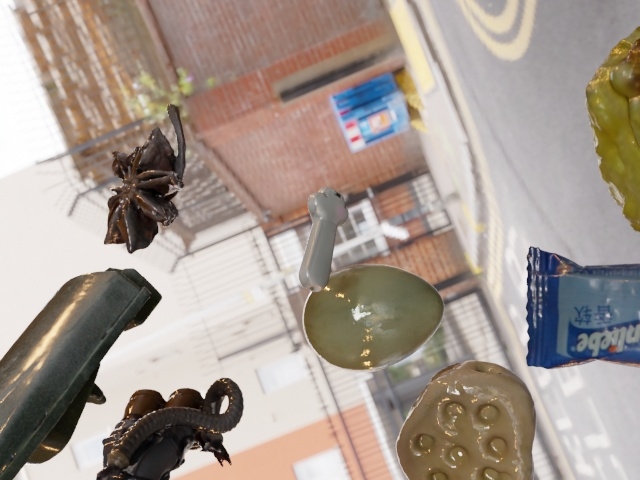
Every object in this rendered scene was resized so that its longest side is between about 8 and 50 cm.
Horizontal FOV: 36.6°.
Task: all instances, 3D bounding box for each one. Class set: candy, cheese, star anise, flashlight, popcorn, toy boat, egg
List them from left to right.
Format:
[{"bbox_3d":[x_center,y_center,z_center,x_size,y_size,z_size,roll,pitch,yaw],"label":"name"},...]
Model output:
[{"bbox_3d":[-0.263,0.155,0.866,0.092,0.141,0.319,46,-130,-19],"label":"toy boat"},{"bbox_3d":[-0.264,-0.086,1.489,0.089,0.231,0.209,22,-150,-45],"label":"star anise"},{"bbox_3d":[0.000,0.000,1.783,0.093,0.047,0.200,29,-115,-40],"label":"flashlight"},{"bbox_3d":[0.107,0.151,1.944,0.218,0.295,0.218,-14,-90,-69],"label":"egg"},{"bbox_3d":[0.231,0.296,1.465,0.218,0.235,0.117,54,-155,1],"label":"cheese"},{"bbox_3d":[0.449,0.100,1.353,0.077,0.331,0.187,9,-99,-59],"label":"candy"},{"bbox_3d":[0.383,-0.134,0.986,0.225,0.174,0.286,38,145,35],"label":"popcorn"}]

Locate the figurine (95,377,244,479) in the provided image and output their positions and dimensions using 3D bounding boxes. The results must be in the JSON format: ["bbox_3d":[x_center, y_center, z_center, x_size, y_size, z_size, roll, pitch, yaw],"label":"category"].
[{"bbox_3d":[-0.227,0.325,1.070,0.382,0.261,0.186,-66,-44,-60],"label":"figurine"}]
